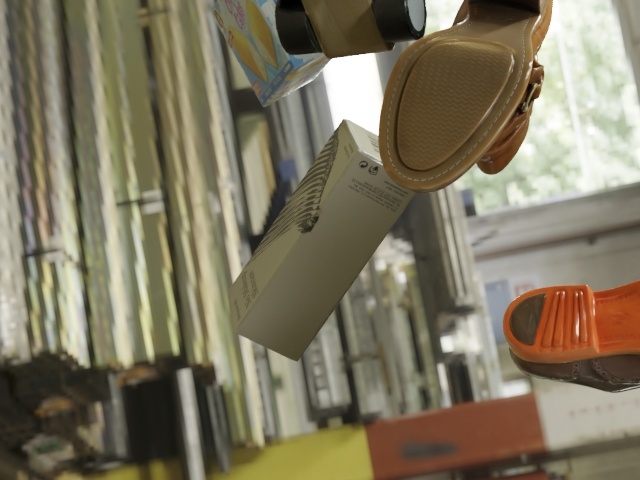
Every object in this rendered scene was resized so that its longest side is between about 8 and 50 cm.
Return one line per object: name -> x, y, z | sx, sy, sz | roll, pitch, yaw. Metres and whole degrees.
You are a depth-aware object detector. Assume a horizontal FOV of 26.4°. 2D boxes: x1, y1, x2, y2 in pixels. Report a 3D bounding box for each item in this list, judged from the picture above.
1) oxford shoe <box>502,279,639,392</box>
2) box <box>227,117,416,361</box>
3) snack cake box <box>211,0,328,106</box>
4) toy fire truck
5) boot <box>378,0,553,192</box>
oxford shoe -> 0.421, 0.125, 1.739 | 0.132, 0.364, 0.130 | 69, 26, -53
box -> 0.000, 0.000, 1.637 | 0.094, 0.275, 0.113 | 28, 18, -21
snack cake box -> -0.056, -0.277, 1.745 | 0.152, 0.089, 0.264 | 59, -11, -1
toy fire truck -> 0.041, -0.306, 1.143 | 0.246, 0.158, 0.217 | -74, 150, -41
boot -> 0.131, -0.117, 1.189 | 0.220, 0.109, 0.283 | 80, 25, -61
